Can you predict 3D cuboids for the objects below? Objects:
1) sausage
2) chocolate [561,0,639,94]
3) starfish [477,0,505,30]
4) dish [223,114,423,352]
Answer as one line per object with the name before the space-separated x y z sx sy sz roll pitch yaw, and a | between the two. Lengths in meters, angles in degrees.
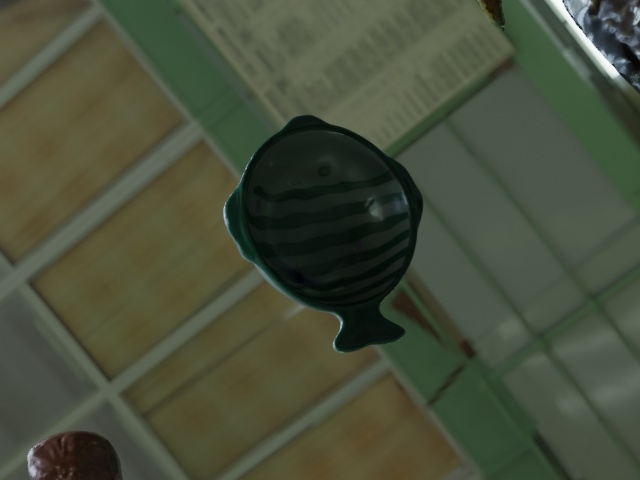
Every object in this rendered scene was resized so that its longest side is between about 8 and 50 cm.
sausage | -0.145 0.149 0.962 0.094 0.054 0.059 96 163 -58
chocolate | 0.448 -0.271 1.853 0.225 0.210 0.340 8 -140 -51
starfish | 0.072 -0.322 1.259 0.347 0.078 0.358 55 -142 -16
dish | 0.000 0.000 1.622 0.224 0.078 0.246 -10 -103 -29
